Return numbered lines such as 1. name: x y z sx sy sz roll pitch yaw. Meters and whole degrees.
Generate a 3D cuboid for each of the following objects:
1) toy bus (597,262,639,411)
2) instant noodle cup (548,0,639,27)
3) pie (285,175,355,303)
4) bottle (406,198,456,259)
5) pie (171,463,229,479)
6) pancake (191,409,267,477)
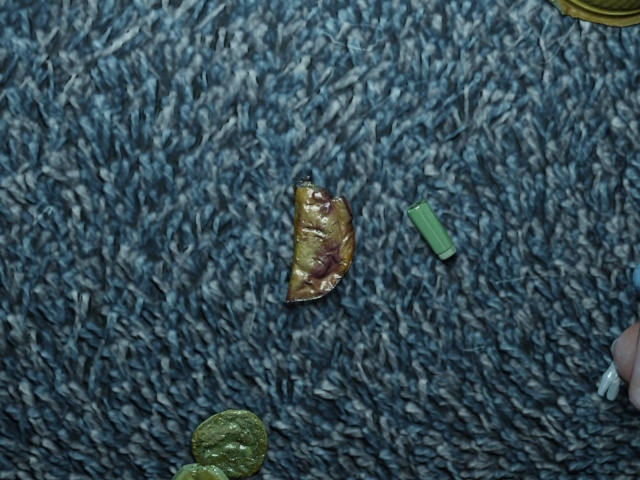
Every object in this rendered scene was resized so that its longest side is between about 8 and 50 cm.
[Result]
1. toy bus: 0.506 0.123 1.254 0.232 0.197 0.294 16 95 21
2. instant noodle cup: 0.386 -0.406 1.208 0.274 0.091 0.274 -1 99 -4
3. pie: 0.000 0.000 1.271 0.092 0.034 0.169 0 99 -1
4. bottle: 0.148 -0.014 1.285 0.030 0.030 0.083 -35 102 1
5. pie: -0.162 0.338 1.315 0.084 0.020 0.084 2 110 5
6. pancake: -0.124 0.277 1.316 0.108 0.017 0.108 -1 100 -6
